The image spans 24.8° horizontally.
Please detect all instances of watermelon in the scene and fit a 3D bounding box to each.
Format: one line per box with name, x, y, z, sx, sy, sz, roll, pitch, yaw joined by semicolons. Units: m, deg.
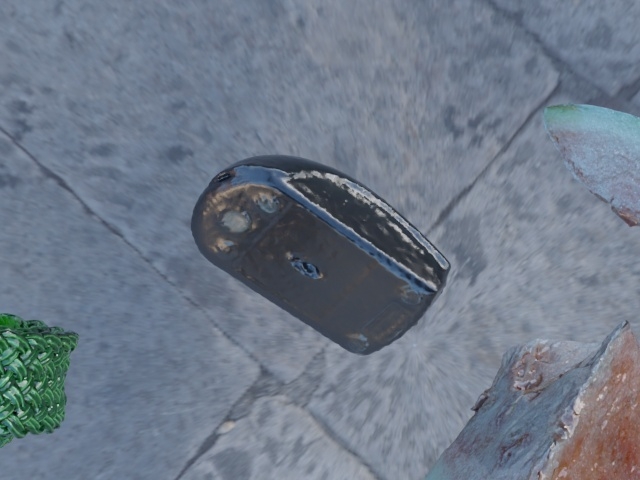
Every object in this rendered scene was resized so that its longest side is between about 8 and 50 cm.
watermelon;0.304;-0.082;1.462;0.180;0.081;0.094;42;90;20
watermelon;0.223;0.196;1.273;0.310;0.193;0.232;-9;84;-30

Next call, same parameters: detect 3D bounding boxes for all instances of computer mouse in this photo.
computer mouse;0.000;0.000;1.531;0.269;0.170;0.100;35;47;-12

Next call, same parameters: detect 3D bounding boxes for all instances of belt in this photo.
belt;-0.200;0.077;0.803;0.121;0.151;0.079;11;88;-3
